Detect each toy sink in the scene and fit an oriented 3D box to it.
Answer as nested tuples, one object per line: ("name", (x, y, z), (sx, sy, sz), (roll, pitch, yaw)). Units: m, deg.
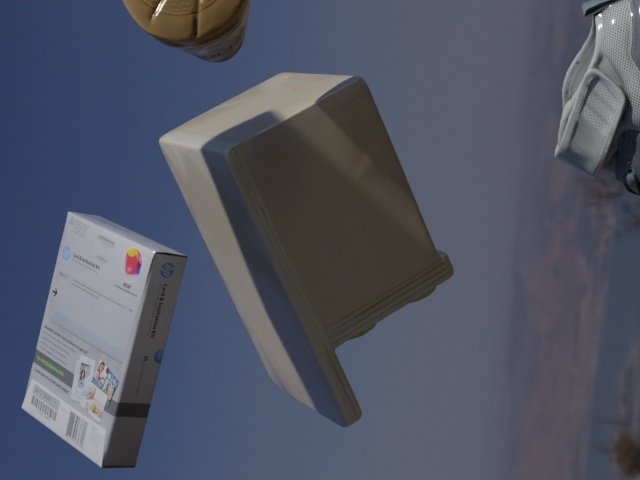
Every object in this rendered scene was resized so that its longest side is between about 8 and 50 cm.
("toy sink", (0.000, 0.000, 0.990), (0.153, 0.131, 0.234), (17, 134, 65))

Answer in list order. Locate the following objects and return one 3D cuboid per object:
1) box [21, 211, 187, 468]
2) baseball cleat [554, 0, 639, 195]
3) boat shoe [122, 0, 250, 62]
("box", (-0.189, 0.082, 1.106), (0.038, 0.145, 0.186), (7, -81, -42))
("baseball cleat", (0.178, -0.029, 0.641), (0.072, 0.109, 0.206), (-58, -47, -68))
("boat shoe", (-0.112, -0.232, 0.776), (0.096, 0.098, 0.277), (61, -169, -79))
